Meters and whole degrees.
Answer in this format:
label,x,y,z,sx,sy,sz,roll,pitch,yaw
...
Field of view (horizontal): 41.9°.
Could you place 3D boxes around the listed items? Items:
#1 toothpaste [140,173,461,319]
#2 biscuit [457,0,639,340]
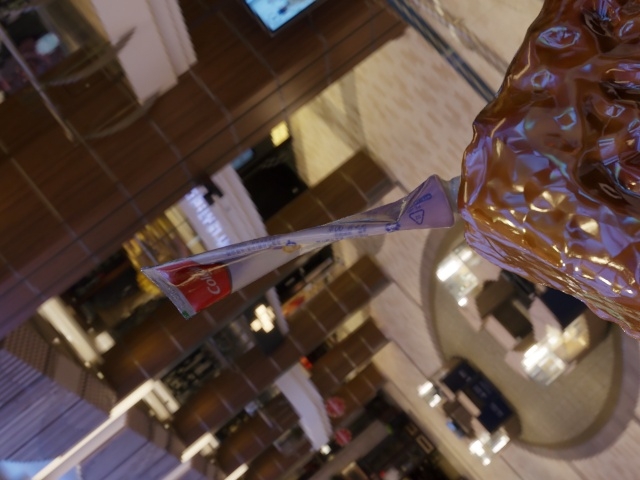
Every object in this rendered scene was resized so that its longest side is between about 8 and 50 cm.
label,x,y,z,sx,sy,sz,roll,pitch,yaw
toothpaste,0.000,0.000,0.716,0.075,0.301,0.048,40,-147,-71
biscuit,0.300,-0.097,0.477,0.343,0.395,0.166,29,180,29
